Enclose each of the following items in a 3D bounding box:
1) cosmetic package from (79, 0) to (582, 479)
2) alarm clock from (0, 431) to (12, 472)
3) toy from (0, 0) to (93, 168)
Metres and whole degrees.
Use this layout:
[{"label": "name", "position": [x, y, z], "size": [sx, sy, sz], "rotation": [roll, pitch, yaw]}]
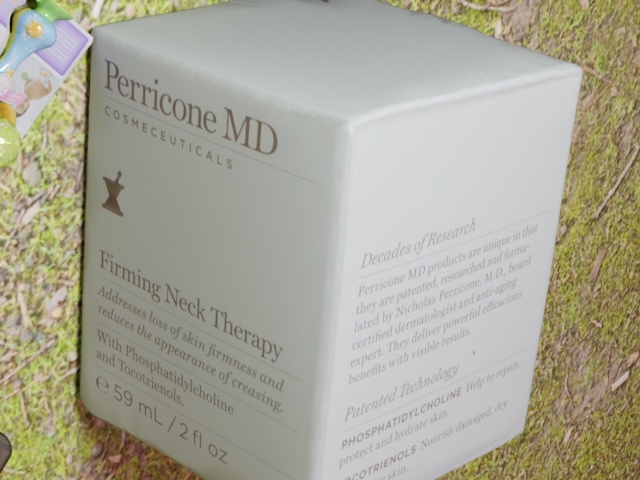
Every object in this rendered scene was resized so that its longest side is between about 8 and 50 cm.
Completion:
[{"label": "cosmetic package", "position": [0.000, 0.000, 1.538], "size": [0.327, 0.329, 0.393], "rotation": [-18, 122, -44]}, {"label": "alarm clock", "position": [-0.326, 0.168, 1.414], "size": [0.064, 0.129, 0.192], "rotation": [-59, 171, -13]}, {"label": "toy", "position": [-0.283, -0.104, 1.364], "size": [0.237, 0.056, 0.137], "rotation": [-59, 141, -9]}]
